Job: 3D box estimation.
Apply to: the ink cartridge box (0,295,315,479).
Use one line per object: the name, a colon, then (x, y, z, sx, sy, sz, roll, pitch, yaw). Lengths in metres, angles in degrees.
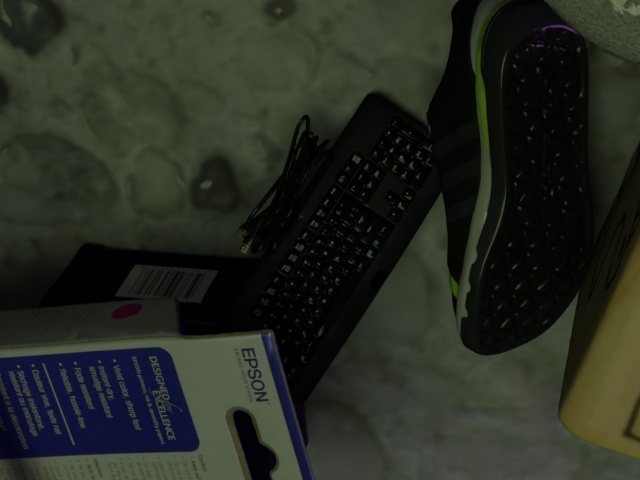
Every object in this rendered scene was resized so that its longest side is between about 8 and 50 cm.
ink cartridge box: (-0.170, 0.131, 0.979, 0.371, 0.069, 0.175, -4, 115, 24)

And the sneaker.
sneaker: (0.110, -0.047, 0.911, 0.084, 0.097, 0.234, -8, 116, -25)

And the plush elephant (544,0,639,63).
plush elephant: (0.137, -0.233, 0.683, 0.330, 0.272, 0.255, 10, 165, 27)

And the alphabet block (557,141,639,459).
alphabet block: (0.261, 0.015, 0.838, 0.193, 0.192, 0.197, 21, 120, 5)

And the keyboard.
keyboard: (0.000, 0.000, 0.929, 0.100, 0.038, 0.192, 32, 85, -5)

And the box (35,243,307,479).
box: (-0.098, 0.096, 1.032, 0.156, 0.093, 0.158, 3, 119, 13)
